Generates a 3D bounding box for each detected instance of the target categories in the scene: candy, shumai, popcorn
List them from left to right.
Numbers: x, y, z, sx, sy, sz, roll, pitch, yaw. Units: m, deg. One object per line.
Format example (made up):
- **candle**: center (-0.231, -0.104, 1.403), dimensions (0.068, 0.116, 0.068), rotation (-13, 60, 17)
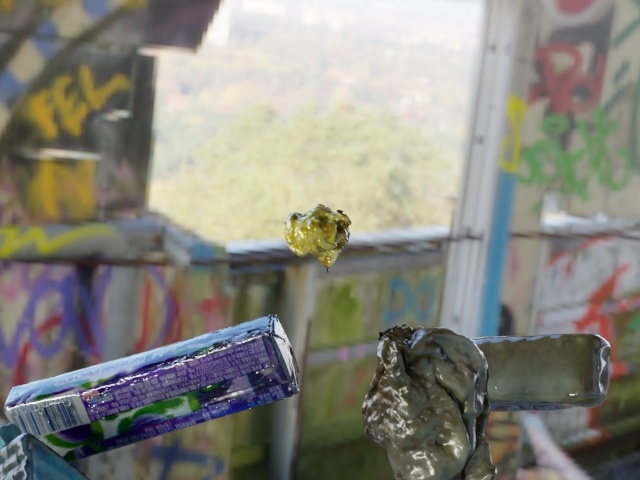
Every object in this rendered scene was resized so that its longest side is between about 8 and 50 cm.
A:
- **candy**: center (-0.178, 0.162, 1.564), dimensions (0.312, 0.088, 0.061), rotation (-16, 21, 9)
- **popcorn**: center (0.000, 0.000, 1.735), dimensions (0.084, 0.084, 0.084), rotation (7, 10, -1)
- **shumai**: center (0.164, 0.233, 1.888), dimensions (0.184, 0.218, 0.185), rotation (-18, 44, -31)
- **candy**: center (0.304, 0.194, 2.130), dimensions (0.234, 0.104, 0.102), rotation (-3, -23, 28)

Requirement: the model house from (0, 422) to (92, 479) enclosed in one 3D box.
- **model house**: center (-0.306, 0.320, 1.513), dimensions (0.261, 0.241, 0.226), rotation (-32, -4, 33)
